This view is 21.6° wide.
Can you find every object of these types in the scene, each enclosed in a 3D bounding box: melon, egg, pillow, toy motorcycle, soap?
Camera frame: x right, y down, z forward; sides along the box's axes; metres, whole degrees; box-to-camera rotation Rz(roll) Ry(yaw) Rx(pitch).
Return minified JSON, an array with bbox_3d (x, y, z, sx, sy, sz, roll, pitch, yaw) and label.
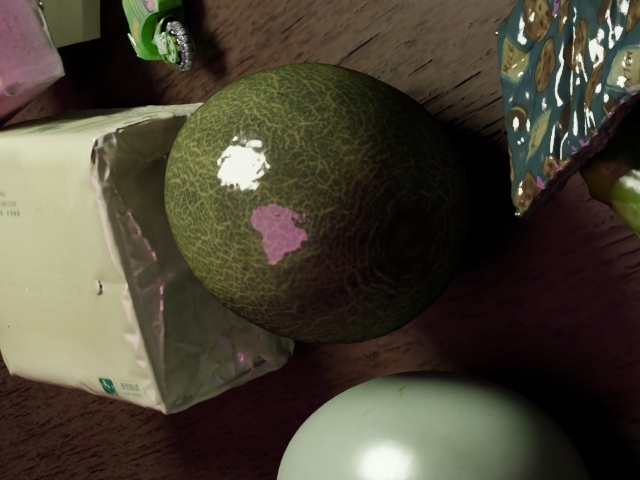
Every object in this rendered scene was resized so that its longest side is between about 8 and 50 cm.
[{"bbox_3d":[-0.006,-0.035,1.438,0.302,0.237,0.237,24,125,56],"label":"melon"},{"bbox_3d":[0.086,0.225,1.438,0.371,0.230,0.230,-2,104,62],"label":"egg"},{"bbox_3d":[0.193,-0.150,1.208,0.255,0.034,0.189,127,145,-52],"label":"pillow"},{"bbox_3d":[-0.177,-0.258,1.744,0.106,0.074,0.190,-28,82,66],"label":"toy motorcycle"},{"bbox_3d":[-0.385,-0.218,1.844,0.259,0.081,0.181,-20,93,60],"label":"soap"}]

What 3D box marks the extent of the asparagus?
[{"bbox_3d":[0.277,-0.024,1.172,0.343,0.085,0.082,30,153,43],"label":"asparagus"}]

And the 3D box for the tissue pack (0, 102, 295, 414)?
[{"bbox_3d":[-0.220,0.009,1.803,0.380,0.207,0.297,1,107,56],"label":"tissue pack"}]

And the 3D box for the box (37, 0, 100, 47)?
[{"bbox_3d":[-0.363,-0.363,1.912,0.274,0.116,0.203,40,137,39],"label":"box"}]
